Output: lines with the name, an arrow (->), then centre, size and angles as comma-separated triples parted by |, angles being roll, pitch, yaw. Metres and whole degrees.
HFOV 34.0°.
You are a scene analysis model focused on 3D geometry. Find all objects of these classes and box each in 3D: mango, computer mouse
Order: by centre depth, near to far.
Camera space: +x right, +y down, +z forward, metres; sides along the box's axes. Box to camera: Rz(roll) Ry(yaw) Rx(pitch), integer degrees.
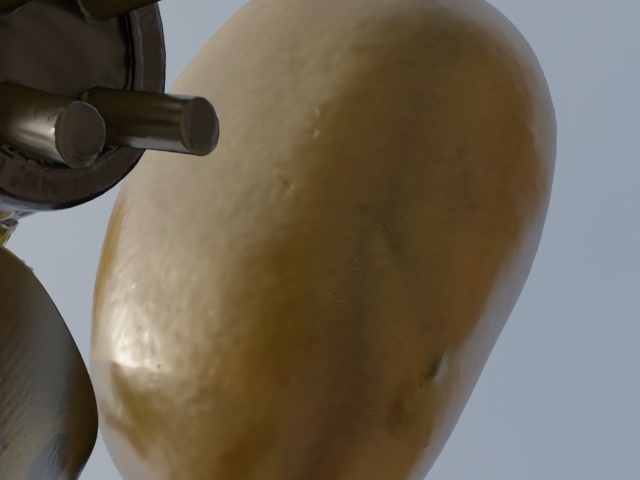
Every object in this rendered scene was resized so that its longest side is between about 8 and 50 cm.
computer mouse -> -0.125, 0.079, 0.370 | 0.045, 0.199, 0.102 | 25, -124, 19
mango -> 0.000, 0.000, 0.677 | 0.232, 0.300, 0.446 | 53, -143, -39

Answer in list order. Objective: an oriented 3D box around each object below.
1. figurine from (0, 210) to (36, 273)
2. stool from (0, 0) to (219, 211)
figurine -> -0.289, -0.007, 0.835 | 0.128, 0.208, 0.184 | 14, -92, -2
stool -> -0.106, -0.100, 0.413 | 0.125, 0.121, 0.217 | 33, -117, -48
